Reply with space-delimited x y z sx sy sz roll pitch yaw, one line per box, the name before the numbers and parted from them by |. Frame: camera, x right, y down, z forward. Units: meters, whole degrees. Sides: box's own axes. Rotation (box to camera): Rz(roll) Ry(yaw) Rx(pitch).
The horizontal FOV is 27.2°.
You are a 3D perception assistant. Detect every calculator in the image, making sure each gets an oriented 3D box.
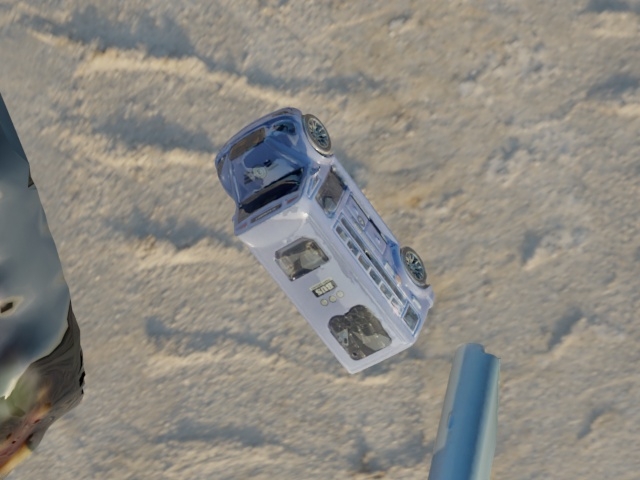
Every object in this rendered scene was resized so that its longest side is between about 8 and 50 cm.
calculator | 0.105 0.173 0.990 0.039 0.121 0.210 5 41 13

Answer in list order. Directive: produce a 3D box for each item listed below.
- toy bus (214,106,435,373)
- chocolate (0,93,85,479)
toy bus | 0.000 0.000 0.843 0.167 0.073 0.076 51 29 -17
chocolate | -0.253 -0.002 0.556 0.210 0.225 0.340 -28 127 -26
